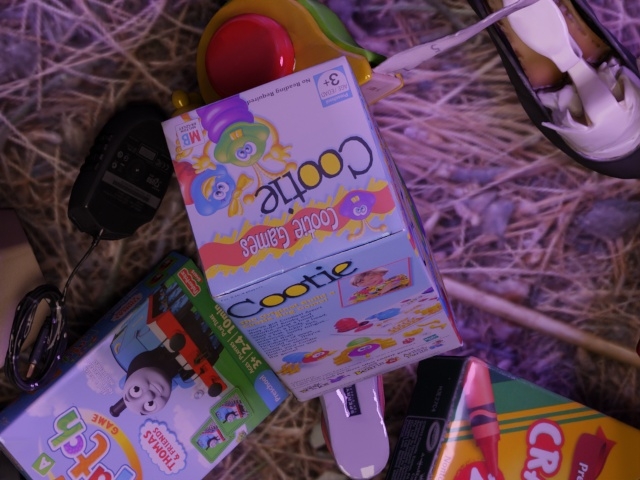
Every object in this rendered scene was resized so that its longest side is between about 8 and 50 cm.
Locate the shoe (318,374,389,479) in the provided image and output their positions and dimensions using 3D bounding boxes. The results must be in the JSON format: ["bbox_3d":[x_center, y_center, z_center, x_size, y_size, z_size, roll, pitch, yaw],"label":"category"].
[{"bbox_3d":[0.020,0.109,1.666,0.063,0.081,0.178,-8,90,-6],"label":"shoe"}]

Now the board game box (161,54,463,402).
[{"bbox_3d":[0.000,0.000,1.477,0.144,0.142,0.275,-20,158,5],"label":"board game box"}]

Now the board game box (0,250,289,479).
[{"bbox_3d":[-0.146,0.138,1.621,0.211,0.039,0.160,-43,119,-16],"label":"board game box"}]

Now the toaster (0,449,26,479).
[{"bbox_3d":[-0.289,0.260,1.682,0.146,0.129,0.227,-13,122,6],"label":"toaster"}]

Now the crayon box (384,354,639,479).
[{"bbox_3d":[0.203,0.243,1.679,0.318,0.081,0.202,23,77,-25],"label":"crayon box"}]

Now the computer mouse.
[{"bbox_3d":[-0.185,0.004,1.550,0.071,0.041,0.242,33,83,-43],"label":"computer mouse"}]

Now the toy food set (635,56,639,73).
[{"bbox_3d":[0.407,-0.134,1.533,0.306,0.092,0.220,-26,143,4],"label":"toy food set"}]

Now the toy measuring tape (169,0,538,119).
[{"bbox_3d":[0.017,-0.159,1.469,0.330,0.121,0.121,-27,119,23],"label":"toy measuring tape"}]

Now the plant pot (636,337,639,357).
[{"bbox_3d":[0.437,0.058,1.513,0.267,0.267,0.236,-5,129,-20],"label":"plant pot"}]

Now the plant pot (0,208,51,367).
[{"bbox_3d":[-0.267,0.036,1.574,0.096,0.109,0.109,-23,120,-7],"label":"plant pot"}]

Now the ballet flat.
[{"bbox_3d":[0.186,-0.132,1.526,0.095,0.096,0.280,-37,117,13],"label":"ballet flat"}]
